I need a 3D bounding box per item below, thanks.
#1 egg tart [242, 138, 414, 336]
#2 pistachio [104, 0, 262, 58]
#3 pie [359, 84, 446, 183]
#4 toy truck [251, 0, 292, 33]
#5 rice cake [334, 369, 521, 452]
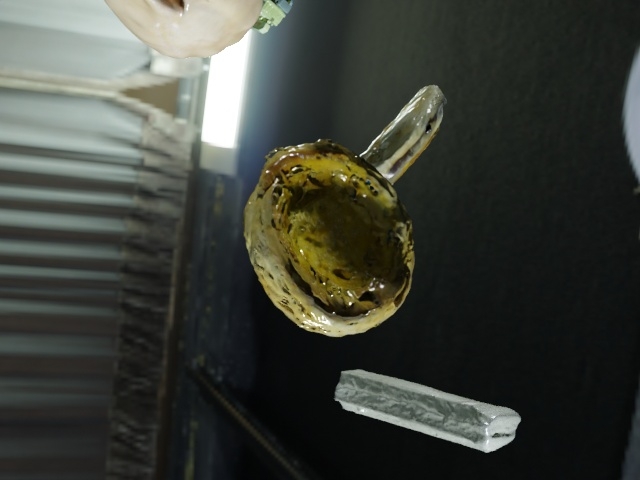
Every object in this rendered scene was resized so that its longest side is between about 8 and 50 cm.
[{"bbox_3d":[0.000,0.000,1.637,0.107,0.291,0.291,-36,-127,52],"label":"egg tart"},{"bbox_3d":[-0.185,-0.366,1.399,0.214,0.193,0.318,-78,146,-75],"label":"pistachio"},{"bbox_3d":[0.101,-0.124,1.967,0.339,0.077,0.339,-50,179,-1],"label":"pie"},{"bbox_3d":[-0.138,-0.455,2.237,0.169,0.077,0.100,31,-91,26],"label":"toy truck"},{"bbox_3d":[0.110,0.184,1.316,0.256,0.057,0.052,8,-75,50],"label":"rice cake"}]
